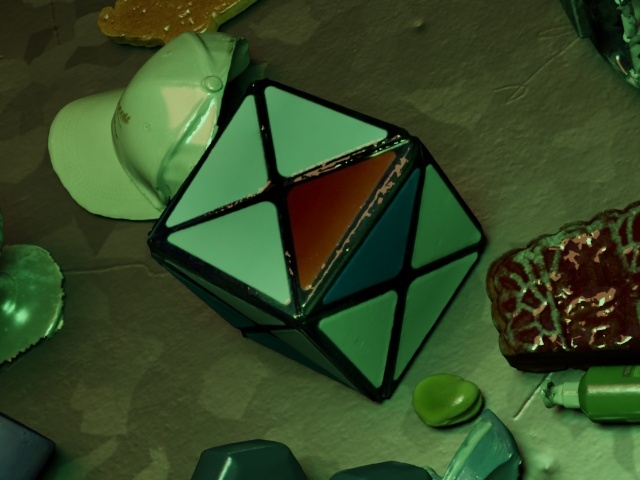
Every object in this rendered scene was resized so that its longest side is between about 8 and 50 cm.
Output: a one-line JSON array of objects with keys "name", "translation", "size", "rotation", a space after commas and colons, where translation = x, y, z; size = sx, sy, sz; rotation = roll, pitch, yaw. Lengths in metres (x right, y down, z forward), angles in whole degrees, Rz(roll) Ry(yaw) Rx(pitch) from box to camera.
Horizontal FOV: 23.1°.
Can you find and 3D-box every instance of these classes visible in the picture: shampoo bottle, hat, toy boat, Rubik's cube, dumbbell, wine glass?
[{"name": "shampoo bottle", "translation": [0.330, 0.158, 1.620], "size": [0.204, 0.065, 0.065], "rotation": [-4, 62, 25]}, {"name": "hat", "translation": [-0.228, -0.161, 2.015], "size": [0.301, 0.168, 0.258], "rotation": [-3, 62, 25]}, {"name": "toy boat", "translation": [0.127, 0.272, 1.646], "size": [0.102, 0.088, 0.215], "rotation": [27, 79, 39]}, {"name": "Rubik's cube", "translation": [0.000, 0.000, 1.761], "size": [0.248, 0.246, 0.250], "rotation": [26, 78, 36]}, {"name": "dumbbell", "translation": [-0.010, 0.290, 1.607], "size": [0.325, 0.144, 0.160], "rotation": [-3, 61, 55]}, {"name": "wine glass", "translation": [-0.482, 0.023, 1.948], "size": [0.238, 0.323, 0.238], "rotation": [-13, 56, 20]}]

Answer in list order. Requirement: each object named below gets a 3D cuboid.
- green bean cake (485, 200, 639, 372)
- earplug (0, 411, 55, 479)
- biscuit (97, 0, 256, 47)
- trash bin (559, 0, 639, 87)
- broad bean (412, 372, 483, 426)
[{"name": "green bean cake", "translation": [0.298, 0.071, 1.664], "size": [0.232, 0.097, 0.198], "rotation": [-18, 56, 17]}, {"name": "earplug", "translation": [-0.511, 0.384, 1.842], "size": [0.215, 0.215, 0.456], "rotation": [21, 78, 34]}, {"name": "biscuit", "translation": [-0.180, -0.336, 2.165], "size": [0.280, 0.043, 0.183], "rotation": [-15, 61, 14]}, {"name": "trash bin", "translation": [0.433, -0.378, 1.768], "size": [0.367, 0.256, 0.296], "rotation": [-23, 54, 4]}, {"name": "broad bean", "translation": [0.138, 0.176, 1.723], "size": [0.083, 0.045, 0.063], "rotation": [0, 63, 36]}]
